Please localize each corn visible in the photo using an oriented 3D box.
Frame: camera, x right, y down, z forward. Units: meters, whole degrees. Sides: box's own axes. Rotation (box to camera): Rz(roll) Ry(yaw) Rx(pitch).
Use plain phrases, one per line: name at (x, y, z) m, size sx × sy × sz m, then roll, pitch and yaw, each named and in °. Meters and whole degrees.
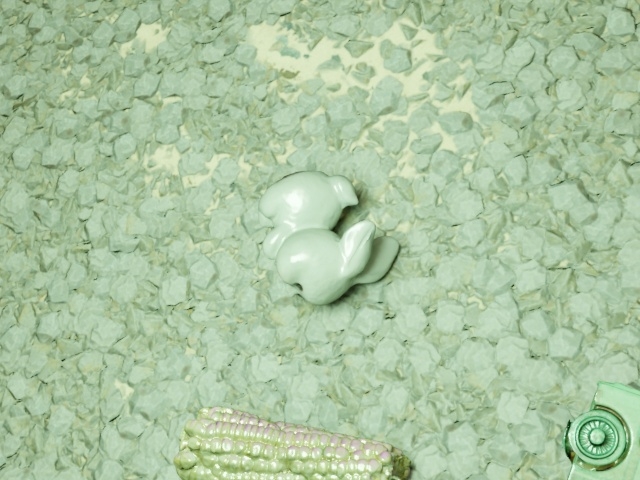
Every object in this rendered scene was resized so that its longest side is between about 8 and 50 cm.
corn at (-0.044, 0.316, 1.450) m, size 0.335 × 0.126 × 0.126 m, roll 8°, pitch 75°, yaw 17°

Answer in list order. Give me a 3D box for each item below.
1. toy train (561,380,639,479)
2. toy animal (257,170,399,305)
toy train at (0.358, 0.343, 1.291) m, size 0.159 × 0.129 × 0.326 m, roll 18°, pitch 76°, yaw 18°
toy animal at (0.002, -0.008, 1.532) m, size 0.179 × 0.127 × 0.193 m, roll -33°, pitch 63°, yaw 4°
